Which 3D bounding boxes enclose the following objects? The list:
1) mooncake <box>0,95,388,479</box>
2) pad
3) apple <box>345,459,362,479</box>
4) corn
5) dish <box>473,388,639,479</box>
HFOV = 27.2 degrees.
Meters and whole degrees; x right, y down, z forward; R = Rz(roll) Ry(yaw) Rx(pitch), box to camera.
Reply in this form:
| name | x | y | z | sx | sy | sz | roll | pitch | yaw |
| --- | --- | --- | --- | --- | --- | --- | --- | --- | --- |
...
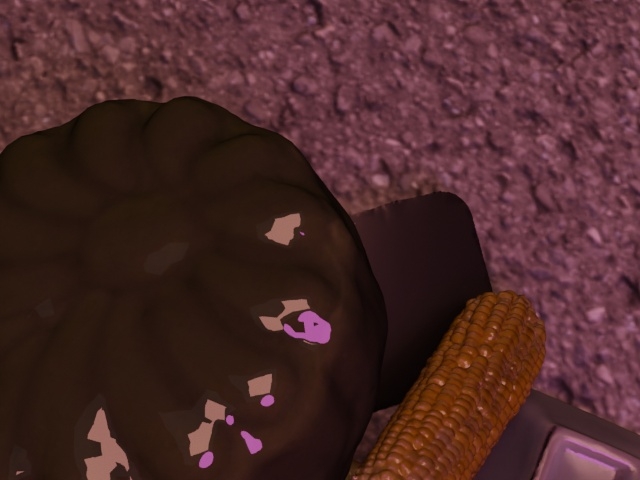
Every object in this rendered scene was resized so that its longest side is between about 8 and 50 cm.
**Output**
| name | x | y | z | sx | sy | sz | roll | pitch | yaw |
| --- | --- | --- | --- | --- | --- | --- | --- | --- | --- |
| mooncake | -0.132 | 0.068 | 0.963 | 0.356 | 0.194 | 0.356 | -8 | 62 | 16 |
| pad | 0.003 | -0.009 | 1.141 | 0.250 | 0.055 | 0.323 | -15 | 70 | -13 |
| apple | 0.013 | 0.307 | 0.973 | 0.193 | 0.120 | 0.265 | 30 | 61 | 11 |
| corn | 0.105 | 0.133 | 1.021 | 0.086 | 0.086 | 0.288 | 34 | 42 | 8 |
| dish | 0.186 | 0.239 | 1.050 | 0.181 | 0.080 | 0.243 | 23 | 68 | 3 |
